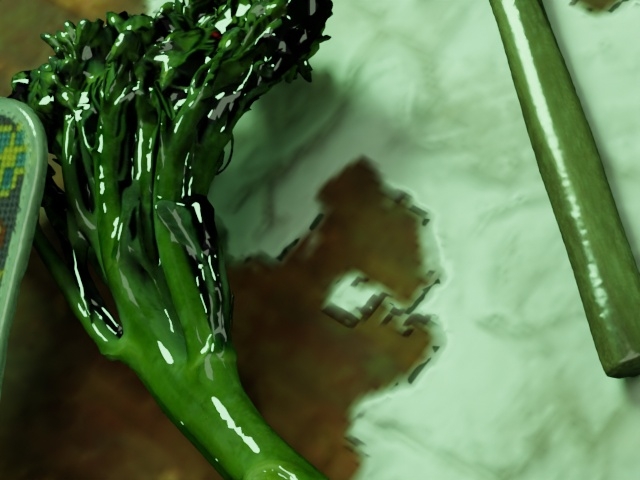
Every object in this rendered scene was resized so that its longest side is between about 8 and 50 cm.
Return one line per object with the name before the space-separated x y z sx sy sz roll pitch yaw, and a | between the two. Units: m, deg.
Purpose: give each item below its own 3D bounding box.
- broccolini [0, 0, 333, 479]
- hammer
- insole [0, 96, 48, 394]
broccolini | 0.004 0.005 0.499 0.271 0.062 0.123 39 97 43
hammer | 0.058 -0.041 0.529 0.062 0.017 0.182 -21 55 14
insole | -0.106 0.054 0.528 0.065 0.004 0.197 1 75 41
